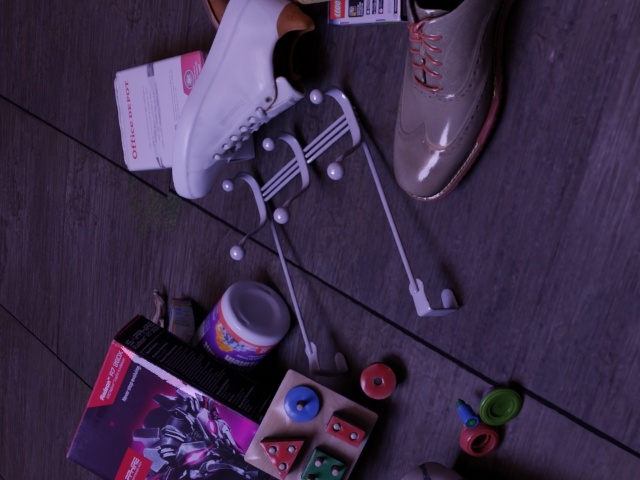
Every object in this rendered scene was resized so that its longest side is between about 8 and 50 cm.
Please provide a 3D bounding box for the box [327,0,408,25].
[{"bbox_3d":[0.061,-0.361,0.861,0.114,0.036,0.207,12,107,41],"label":"box"}]

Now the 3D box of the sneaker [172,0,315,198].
[{"bbox_3d":[-0.097,-0.167,0.933,0.123,0.106,0.290,28,110,9],"label":"sneaker"}]

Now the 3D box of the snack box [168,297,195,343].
[{"bbox_3d":[-0.234,0.180,1.221,0.100,0.037,0.141,-125,41,-64],"label":"snack box"}]

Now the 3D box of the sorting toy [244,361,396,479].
[{"bbox_3d":[-0.017,0.262,0.936,0.132,0.046,0.275,27,89,5],"label":"sorting toy"}]

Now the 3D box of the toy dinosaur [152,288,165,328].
[{"bbox_3d":[-0.300,0.178,1.294,0.093,0.053,0.183,-105,38,-64],"label":"toy dinosaur"}]

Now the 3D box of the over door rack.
[{"bbox_3d":[0.000,0.000,0.948,0.239,0.108,0.324,-37,74,42],"label":"over door rack"}]

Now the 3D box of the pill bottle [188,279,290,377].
[{"bbox_3d":[-0.135,0.156,1.106,0.108,0.108,0.193,55,130,20],"label":"pill bottle"}]

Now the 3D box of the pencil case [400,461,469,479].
[{"bbox_3d":[0.232,0.381,0.770,0.410,0.160,0.183,18,149,41],"label":"pencil case"}]

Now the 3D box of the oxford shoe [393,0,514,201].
[{"bbox_3d":[0.123,-0.203,0.772,0.123,0.130,0.348,27,116,36],"label":"oxford shoe"}]

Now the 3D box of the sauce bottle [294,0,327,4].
[{"bbox_3d":[0.019,-0.303,0.859,0.128,0.042,0.042,5,103,42],"label":"sauce bottle"}]

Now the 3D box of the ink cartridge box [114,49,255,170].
[{"bbox_3d":[-0.209,-0.191,1.112,0.217,0.092,0.159,1,99,41],"label":"ink cartridge box"}]

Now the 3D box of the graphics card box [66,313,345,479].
[{"bbox_3d":[-0.160,0.298,1.051,0.370,0.094,0.233,29,112,4],"label":"graphics card box"}]

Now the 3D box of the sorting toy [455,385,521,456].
[{"bbox_3d":[0.188,0.203,0.860,0.042,0.061,0.102,-116,44,-61],"label":"sorting toy"}]

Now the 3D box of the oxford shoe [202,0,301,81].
[{"bbox_3d":[-0.092,-0.288,1.005,0.076,0.076,0.212,-35,83,28],"label":"oxford shoe"}]
